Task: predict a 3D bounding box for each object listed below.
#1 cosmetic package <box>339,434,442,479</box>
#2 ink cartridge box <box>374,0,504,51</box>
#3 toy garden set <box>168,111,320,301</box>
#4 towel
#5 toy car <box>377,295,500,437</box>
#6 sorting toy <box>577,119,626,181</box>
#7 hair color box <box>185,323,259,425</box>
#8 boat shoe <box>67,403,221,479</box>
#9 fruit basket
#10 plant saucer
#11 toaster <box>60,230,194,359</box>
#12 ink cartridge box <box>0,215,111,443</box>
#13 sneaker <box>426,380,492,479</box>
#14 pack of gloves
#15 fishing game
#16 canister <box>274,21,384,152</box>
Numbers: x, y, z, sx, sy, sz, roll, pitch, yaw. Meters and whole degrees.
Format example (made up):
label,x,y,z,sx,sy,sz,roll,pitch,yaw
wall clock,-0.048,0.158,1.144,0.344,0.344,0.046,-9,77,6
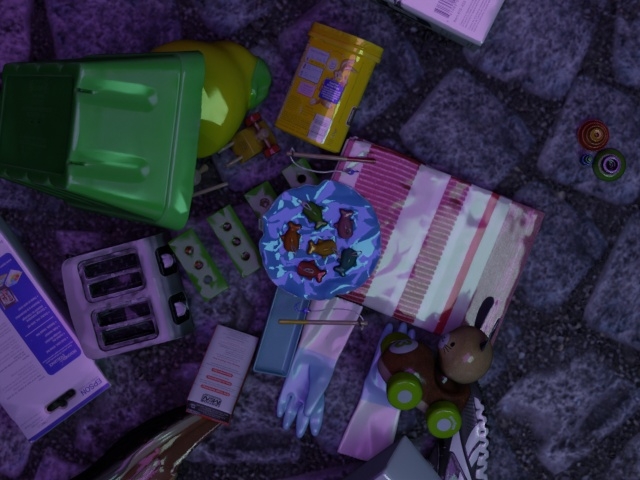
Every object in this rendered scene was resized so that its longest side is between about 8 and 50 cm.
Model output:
label,x,y,z,sx,sy,sz,roll,pitch,yaw
cosmetic package,0.101,0.455,1.781,0.224,0.138,0.224,-39,91,25
ink cartridge box,0.169,-0.413,1.783,0.237,0.100,0.172,27,94,0
toy garden set,-0.126,-0.057,1.829,0.244,0.049,0.204,-32,92,-4
towel,0.150,0.006,1.817,0.329,0.037,0.237,22,93,-6
toy car,0.191,0.163,1.750,0.149,0.155,0.188,37,107,-15
sorting toy,0.425,-0.134,1.815,0.061,0.042,0.102,-32,91,4
hair color box,-0.149,0.203,1.817,0.072,0.043,0.141,19,53,2
boat shoe,-0.283,0.370,1.810,0.324,0.122,0.120,-35,101,-17
fruit basket,-0.245,-0.167,1.731,0.392,0.392,0.283,7,93,2
plant saucer,-0.054,0.113,1.844,0.067,0.018,0.192,15,93,-35
toaster,-0.300,0.084,1.823,0.185,0.110,0.168,-14,91,3
ink cartridge box,-0.477,0.134,1.857,0.165,0.065,0.333,-35,89,3
sneaker,0.207,0.326,1.829,0.106,0.078,0.234,-2,95,0
pack of gloves,0.046,0.218,1.847,0.195,0.046,0.232,18,94,2
fishing game,0.000,0.000,1.769,0.189,0.041,0.264,6,96,-7
canister,0.010,-0.229,1.793,0.126,0.073,0.170,28,99,42
